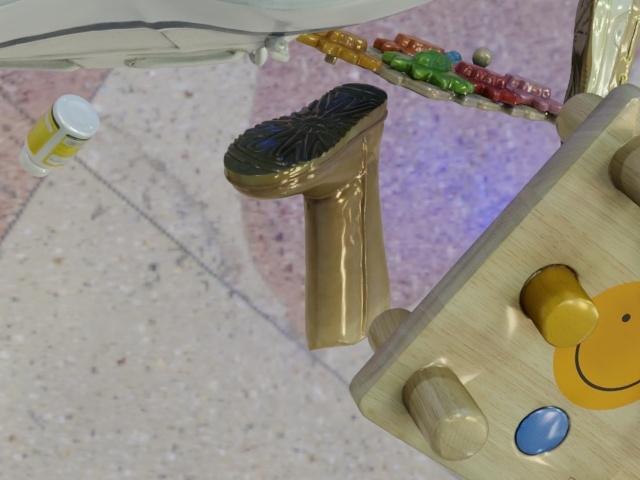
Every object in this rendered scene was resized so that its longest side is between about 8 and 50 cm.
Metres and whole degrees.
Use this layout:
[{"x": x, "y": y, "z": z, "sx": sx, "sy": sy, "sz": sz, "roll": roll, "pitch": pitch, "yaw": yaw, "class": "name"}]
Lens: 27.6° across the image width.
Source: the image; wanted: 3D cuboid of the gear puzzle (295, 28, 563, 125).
[{"x": 0.089, "y": -0.171, "z": 1.209, "sx": 0.339, "sy": 0.175, "sz": 0.044, "roll": 4, "pitch": 111, "yaw": -49, "class": "gear puzzle"}]

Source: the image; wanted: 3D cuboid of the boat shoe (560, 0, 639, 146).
[{"x": 0.186, "y": -0.096, "z": 0.846, "sx": 0.045, "sy": 0.050, "sz": 0.135, "roll": 2, "pitch": 112, "yaw": -5, "class": "boat shoe"}]

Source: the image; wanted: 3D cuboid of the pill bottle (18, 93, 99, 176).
[{"x": -0.339, "y": -0.131, "z": 1.671, "sx": 0.065, "sy": 0.116, "sz": 0.065, "roll": 27, "pitch": 44, "yaw": -29, "class": "pill bottle"}]

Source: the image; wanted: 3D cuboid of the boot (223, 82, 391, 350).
[{"x": 0.000, "y": 0.000, "z": 1.335, "sx": 0.236, "sy": 0.089, "sz": 0.270, "roll": -31, "pitch": 131, "yaw": -41, "class": "boot"}]

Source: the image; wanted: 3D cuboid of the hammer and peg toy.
[{"x": 0.218, "y": 0.096, "z": 0.847, "sx": 0.361, "sy": 0.127, "sz": 0.266, "roll": 36, "pitch": 102, "yaw": -31, "class": "hammer and peg toy"}]

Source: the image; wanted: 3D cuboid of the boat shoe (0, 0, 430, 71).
[{"x": -0.059, "y": -0.139, "z": 0.653, "sx": 0.156, "sy": 0.367, "sz": 0.136, "roll": 14, "pitch": 70, "yaw": -66, "class": "boat shoe"}]
